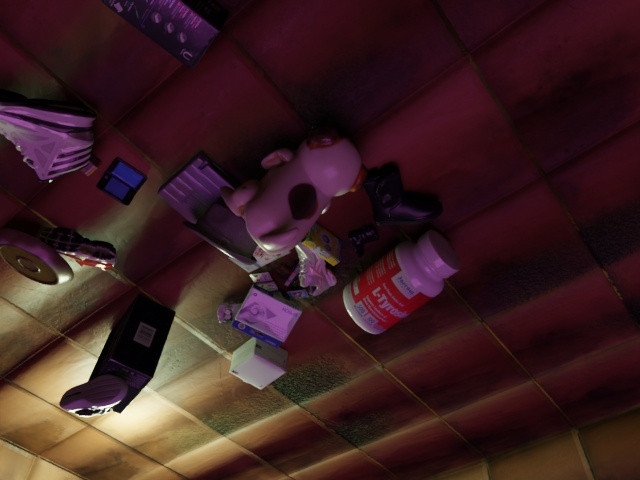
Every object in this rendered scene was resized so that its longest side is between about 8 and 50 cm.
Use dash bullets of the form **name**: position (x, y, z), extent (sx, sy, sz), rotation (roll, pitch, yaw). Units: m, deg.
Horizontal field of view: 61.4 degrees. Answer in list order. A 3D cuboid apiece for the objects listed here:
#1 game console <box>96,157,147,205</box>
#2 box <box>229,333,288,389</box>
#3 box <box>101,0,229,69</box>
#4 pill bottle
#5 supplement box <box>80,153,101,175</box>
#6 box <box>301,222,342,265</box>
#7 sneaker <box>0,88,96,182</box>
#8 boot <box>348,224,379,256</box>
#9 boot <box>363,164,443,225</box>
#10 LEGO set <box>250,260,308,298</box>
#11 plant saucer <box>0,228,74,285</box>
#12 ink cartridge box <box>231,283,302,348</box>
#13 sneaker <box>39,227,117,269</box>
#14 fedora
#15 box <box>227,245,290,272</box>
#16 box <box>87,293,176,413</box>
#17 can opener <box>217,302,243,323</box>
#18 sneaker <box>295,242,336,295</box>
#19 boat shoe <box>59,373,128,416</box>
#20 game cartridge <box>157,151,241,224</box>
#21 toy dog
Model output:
- **game console**: position (-0.667, -0.196, 1.811), extent (0.122, 0.107, 0.071), rotation (36, 150, -23)
- **box**: position (-0.267, 0.530, 2.352), extent (0.181, 0.119, 0.182), rotation (37, 122, -25)
- **box**: position (-0.396, -0.607, 1.403), extent (0.270, 0.165, 0.143), rotation (35, 122, -23)
- **pill bottle**: position (0.294, 0.147, 1.950), extent (0.229, 0.229, 0.407), rotation (35, 122, -23)
- **supplement box**: position (-0.776, -0.263, 1.776), extent (0.055, 0.043, 0.083), rotation (-29, 123, 23)
- **box**: position (0.000, 0.000, 1.920), extent (0.179, 0.105, 0.043), rotation (34, 129, -23)
- **sneaker**: position (-0.922, -0.307, 1.632), extent (0.447, 0.169, 0.258), rotation (10, 113, -8)
- **boot**: position (0.164, 0.002, 1.958), extent (0.099, 0.045, 0.121), rotation (-19, 125, 13)
- **boot**: position (0.272, -0.154, 1.791), extent (0.246, 0.094, 0.207), rotation (-7, 133, 15)
- **LEGO set**: position (-0.129, 0.158, 2.106), extent (0.244, 0.060, 0.183), rotation (-8, 136, 16)
- **plant saucer**: position (-1.067, 0.076, 1.992), extent (0.310, 0.050, 0.311), rotation (14, 143, 10)
- **ink cartridge box**: position (-0.217, 0.312, 2.132), extent (0.223, 0.045, 0.224), rotation (26, 110, -8)
- **sneaker**: position (-0.901, 0.046, 1.997), extent (0.278, 0.107, 0.118), rotation (21, 136, -12)
- **fedora**: position (-0.305, -0.037, 1.790), extent (0.275, 0.244, 0.124), rotation (34, 92, 2)
- **box**: position (-0.223, 0.040, 1.963), extent (0.186, 0.038, 0.145), rotation (-26, 146, 13)
- **box**: position (-0.765, 0.453, 2.164), extent (0.178, 0.343, 0.312), rotation (32, 125, -20)
- **can opener**: position (-0.285, 0.293, 2.204), extent (0.280, 0.074, 0.093), rotation (-5, 163, 8)
- **sneaker**: position (-0.040, 0.106, 1.983), extent (0.121, 0.099, 0.262), rotation (-41, 124, -14)
- **boat shoe**: position (-0.810, 0.578, 1.989), extent (0.335, 0.121, 0.119), rotation (-15, 133, 30)
- **game cartridge**: position (-0.357, -0.121, 1.868), extent (0.230, 0.068, 0.355), rotation (-31, 122, 29)
- **toy dog**: position (-0.064, -0.170, 1.625), extent (0.408, 0.395, 0.284), rotation (-42, 105, 1)
